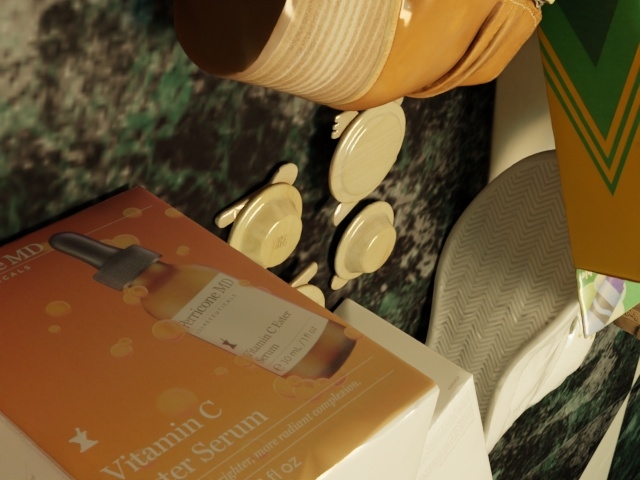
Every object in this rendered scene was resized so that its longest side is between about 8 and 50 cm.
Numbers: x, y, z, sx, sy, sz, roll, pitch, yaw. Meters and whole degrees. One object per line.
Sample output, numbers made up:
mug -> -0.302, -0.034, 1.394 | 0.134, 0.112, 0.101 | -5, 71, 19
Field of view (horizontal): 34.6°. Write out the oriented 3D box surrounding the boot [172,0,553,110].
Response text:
boot -> 0.071, -0.182, 0.440 | 0.220, 0.109, 0.283 | -8, 125, -53

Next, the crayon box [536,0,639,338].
crayon box -> 0.235, -0.113, 0.637 | 0.203, 0.083, 0.323 | -27, 115, -31

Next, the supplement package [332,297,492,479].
supplement package -> 0.040, 0.143, 0.694 | 0.105, 0.105, 0.179 | -49, 148, -19

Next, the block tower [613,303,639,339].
block tower -> 0.368, -0.040, 1.052 | 0.097, 0.091, 0.336 | -33, 141, -37

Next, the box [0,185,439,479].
box -> -0.065, 0.072, 0.399 | 0.130, 0.170, 0.091 | -31, 141, -41

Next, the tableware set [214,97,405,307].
tableware set -> 0.000, 0.000, 0.590 | 0.141, 0.020, 0.169 | -40, 146, -28

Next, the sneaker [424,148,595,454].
sneaker -> 0.166, 0.038, 0.809 | 0.169, 0.108, 0.293 | -28, 146, -48
